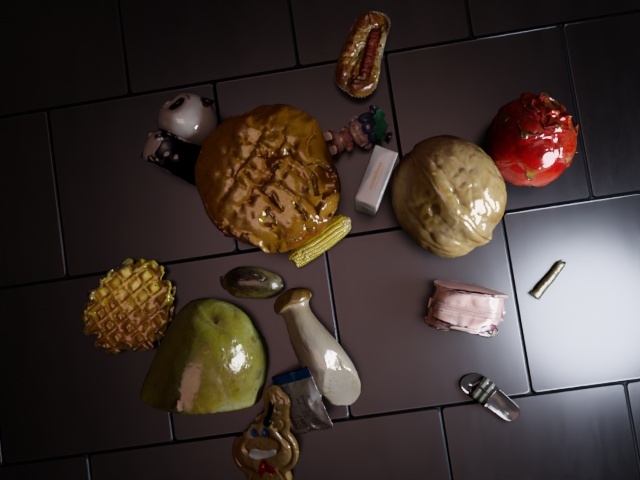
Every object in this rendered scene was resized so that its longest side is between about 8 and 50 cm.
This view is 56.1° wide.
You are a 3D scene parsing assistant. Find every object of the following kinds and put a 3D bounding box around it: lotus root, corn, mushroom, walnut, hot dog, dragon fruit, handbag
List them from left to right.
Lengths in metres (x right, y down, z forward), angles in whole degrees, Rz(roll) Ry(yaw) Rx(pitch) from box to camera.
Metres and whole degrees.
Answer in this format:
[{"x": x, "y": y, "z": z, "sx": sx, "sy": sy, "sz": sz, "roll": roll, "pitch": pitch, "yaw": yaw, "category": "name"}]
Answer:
[{"x": -0.190, "y": 0.116, "z": 1.656, "sx": 0.179, "sy": 0.080, "sz": 0.089, "roll": 3, "pitch": 88, "yaw": 4, "category": "lotus root"}, {"x": -0.009, "y": 0.289, "z": 1.618, "sx": 0.128, "sy": 0.128, "sz": 0.350, "roll": -29, "pitch": 81, "yaw": 1, "category": "mushroom"}, {"x": 0.000, "y": 0.000, "z": 1.658, "sx": 0.206, "sy": 0.067, "sz": 0.067, "roll": -38, "pitch": 85, "yaw": 1, "category": "corn"}, {"x": 0.120, "y": -0.522, "z": 1.680, "sx": 0.131, "sy": 0.069, "sz": 0.253, "roll": 18, "pitch": 87, "yaw": 5, "category": "hot dog"}, {"x": 0.330, "y": -0.113, "z": 1.554, "sx": 0.277, "sy": 0.252, "sz": 0.313, "roll": -43, "pitch": 92, "yaw": -12, "category": "walnut"}, {"x": 0.380, "y": 0.177, "z": 1.574, "sx": 0.204, "sy": 0.179, "sz": 0.117, "roll": 9, "pitch": 94, "yaw": 5, "category": "handbag"}, {"x": 0.542, "y": -0.257, "z": 1.551, "sx": 0.240, "sy": 0.252, "sz": 0.241, "roll": 6, "pitch": 77, "yaw": -27, "category": "dragon fruit"}]

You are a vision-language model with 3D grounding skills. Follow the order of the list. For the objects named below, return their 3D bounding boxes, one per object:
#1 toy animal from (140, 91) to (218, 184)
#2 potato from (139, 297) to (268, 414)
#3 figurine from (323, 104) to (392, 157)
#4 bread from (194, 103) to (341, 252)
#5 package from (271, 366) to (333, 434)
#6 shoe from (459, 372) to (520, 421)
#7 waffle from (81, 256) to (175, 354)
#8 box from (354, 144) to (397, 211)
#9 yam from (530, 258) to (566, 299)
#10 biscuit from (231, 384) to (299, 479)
[{"x": -0.379, "y": -0.290, "z": 1.644, "sx": 0.165, "sy": 0.187, "sz": 0.235, "roll": 21, "pitch": 92, "yaw": -29, "category": "toy animal"}, {"x": -0.309, "y": 0.298, "z": 1.589, "sx": 0.330, "sy": 0.213, "sz": 0.280, "roll": 7, "pitch": 88, "yaw": 2, "category": "potato"}, {"x": 0.096, "y": -0.300, "z": 1.656, "sx": 0.194, "sy": 0.102, "sz": 0.112, "roll": -18, "pitch": 98, "yaw": 5, "category": "figurine"}, {"x": -0.138, "y": -0.156, "z": 1.605, "sx": 0.397, "sy": 0.215, "sz": 0.399, "roll": 0, "pitch": 88, "yaw": 3, "category": "bread"}, {"x": -0.053, "y": 0.432, "z": 1.608, "sx": 0.171, "sy": 0.027, "sz": 0.173, "roll": -27, "pitch": 82, "yaw": 46, "category": "package"}, {"x": 0.460, "y": 0.423, "z": 1.614, "sx": 0.179, "sy": 0.049, "sz": 0.071, "roll": 37, "pitch": 89, "yaw": 5, "category": "shoe"}, {"x": -0.543, "y": 0.185, "z": 1.684, "sx": 0.262, "sy": 0.060, "sz": 0.281, "roll": 5, "pitch": 87, "yaw": 4, "category": "waffle"}, {"x": 0.143, "y": -0.150, "z": 1.574, "sx": 0.067, "sy": 0.233, "sz": 0.150, "roll": 19, "pitch": 88, "yaw": 5, "category": "box"}, {"x": 0.622, "y": 0.102, "z": 1.634, "sx": 0.033, "sy": 0.027, "sz": 0.129, "roll": 37, "pitch": 89, "yaw": 4, "category": "yam"}, {"x": -0.143, "y": 0.548, "z": 1.622, "sx": 0.183, "sy": 0.047, "sz": 0.320, "roll": 18, "pitch": 98, "yaw": 11, "category": "biscuit"}]
